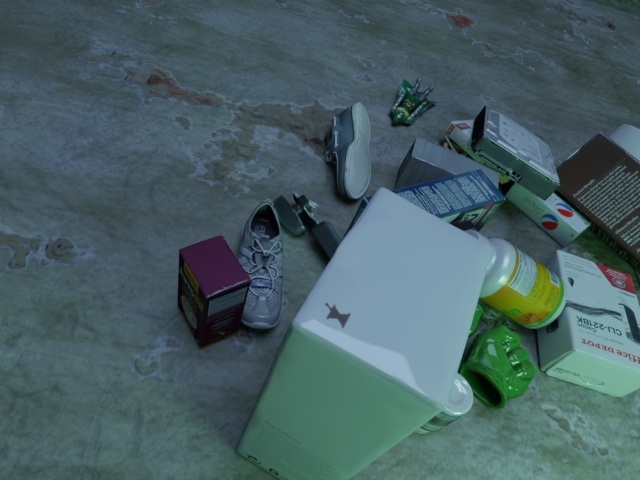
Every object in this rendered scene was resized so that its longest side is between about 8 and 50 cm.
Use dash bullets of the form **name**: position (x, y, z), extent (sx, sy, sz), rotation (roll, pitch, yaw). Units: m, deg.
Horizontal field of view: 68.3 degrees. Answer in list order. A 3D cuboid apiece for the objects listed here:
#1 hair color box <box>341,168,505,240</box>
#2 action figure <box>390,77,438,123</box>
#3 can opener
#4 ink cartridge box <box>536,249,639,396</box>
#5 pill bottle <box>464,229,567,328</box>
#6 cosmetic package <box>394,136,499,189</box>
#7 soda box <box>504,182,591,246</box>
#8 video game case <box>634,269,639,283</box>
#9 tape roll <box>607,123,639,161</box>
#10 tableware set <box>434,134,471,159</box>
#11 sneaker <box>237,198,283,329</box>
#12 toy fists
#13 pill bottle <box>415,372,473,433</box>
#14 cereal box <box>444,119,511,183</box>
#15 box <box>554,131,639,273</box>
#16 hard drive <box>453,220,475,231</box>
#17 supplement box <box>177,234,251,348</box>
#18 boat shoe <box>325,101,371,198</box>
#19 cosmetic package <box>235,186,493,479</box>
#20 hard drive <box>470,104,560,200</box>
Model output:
- **hair color box**: position (0.233, -0.043, 1.077), extent (0.348, 0.173, 0.105), rotation (-16, 60, -28)
- **action figure**: position (0.281, -0.429, 1.480), extent (0.137, 0.063, 0.232), rotation (33, 53, 5)
- **can opener**: position (0.000, 0.000, 1.047), extent (0.093, 0.074, 0.280), rotation (-38, 65, -1)
- **ink cartridge box**: position (0.600, 0.181, 1.057), extent (0.197, 0.114, 0.272), rotation (19, 50, -4)
- **pill bottle**: position (0.392, 0.079, 1.014), extent (0.246, 0.136, 0.136), rotation (30, 47, -17)
- **cosmetic package**: position (0.329, -0.157, 1.233), extent (0.238, 0.127, 0.107), rotation (22, 48, -2)
- **soda box**: position (0.628, -0.086, 1.311), extent (0.074, 0.069, 0.216), rotation (-27, 64, -33)
- **video game case**: position (0.901, 0.117, 1.276), extent (0.087, 0.011, 0.122), rotation (15, 49, -6)
- **tape roll**: position (0.966, -0.215, 1.411), extent (0.286, 0.100, 0.286), rotation (40, 17, -15)
- **tableware set**: position (0.380, -0.237, 1.349), extent (0.128, 0.039, 0.194), rotation (25, 40, 2)
- **sneaker**: position (-0.124, 0.039, 0.932), extent (0.105, 0.115, 0.281), rotation (3, 52, -16)
- **toy fists**: position (0.309, 0.197, 0.963), extent (0.279, 0.096, 0.142), rotation (43, 51, 19)
- **pill bottle**: position (0.200, 0.287, 0.826), extent (0.078, 0.137, 0.078), rotation (9, 52, -11)
- **cereal box**: position (0.503, -0.272, 1.412), extent (0.173, 0.047, 0.240), rotation (-17, 59, -44)
- **box**: position (0.820, -0.089, 1.270), extent (0.381, 0.191, 0.143), rotation (54, 14, 25)
- **hard drive**: position (0.280, 0.012, 1.074), extent (0.094, 0.135, 0.022), rotation (-16, 63, -28)
- **supplement box**: position (-0.190, 0.093, 0.819), extent (0.081, 0.188, 0.104), rotation (-21, 62, -30)
- **boat shoe**: position (0.069, -0.230, 1.247), extent (0.099, 0.116, 0.319), rotation (-13, 52, 27)
- **cosmetic package**: position (0.032, 0.174, 0.653), extent (0.162, 0.453, 0.230), rotation (29, 50, 6)
- **hard drive**: position (0.542, -0.261, 1.326), extent (0.237, 0.064, 0.339), rotation (33, 35, 1)
